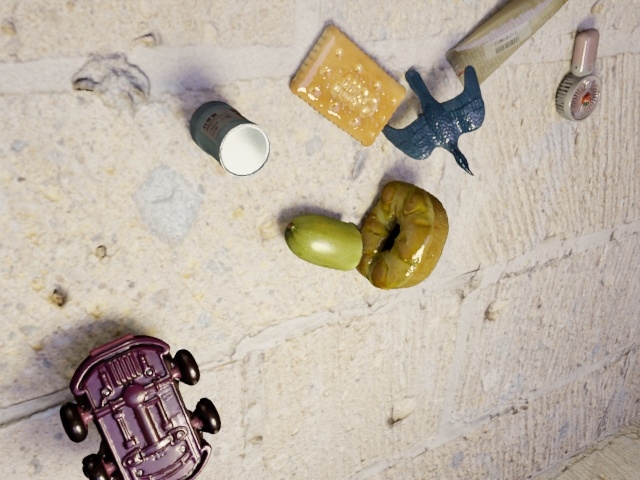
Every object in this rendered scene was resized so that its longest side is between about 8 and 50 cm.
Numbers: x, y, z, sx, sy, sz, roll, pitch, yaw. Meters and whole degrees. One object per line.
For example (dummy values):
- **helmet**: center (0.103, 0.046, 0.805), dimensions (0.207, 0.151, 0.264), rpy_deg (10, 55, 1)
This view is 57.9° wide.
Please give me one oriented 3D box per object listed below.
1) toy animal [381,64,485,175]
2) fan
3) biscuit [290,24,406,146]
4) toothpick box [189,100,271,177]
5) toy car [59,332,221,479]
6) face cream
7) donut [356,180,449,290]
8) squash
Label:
- **toy animal**: center (0.269, -0.263, 1.282), dimensions (0.239, 0.176, 0.255), rpy_deg (-35, 107, 9)
- **fan**: center (0.701, -0.440, 1.550), dimensions (0.130, 0.074, 0.244), rpy_deg (-21, 125, -23)
- **biscuit**: center (0.065, -0.315, 1.211), dimensions (0.249, 0.030, 0.160), rpy_deg (30, 98, -38)
- **toothpick box**: center (-0.166, -0.187, 1.054), dimensions (0.101, 0.153, 0.101), rpy_deg (-17, 124, -27)
- **toy car**: center (-0.377, 0.356, 1.203), dimensions (0.271, 0.240, 0.341), rpy_deg (-22, 98, -25)
- **face cream**: center (0.450, -0.501, 1.351), dimensions (0.341, 0.084, 0.137), rpy_deg (-42, 130, 4)
- **donut**: center (0.194, -0.002, 1.374), dimensions (0.128, 0.208, 0.261), rpy_deg (13, 113, -39)
- **squash**: center (0.000, 0.000, 1.302), dimensions (0.186, 0.123, 0.123), rpy_deg (15, 107, -40)
